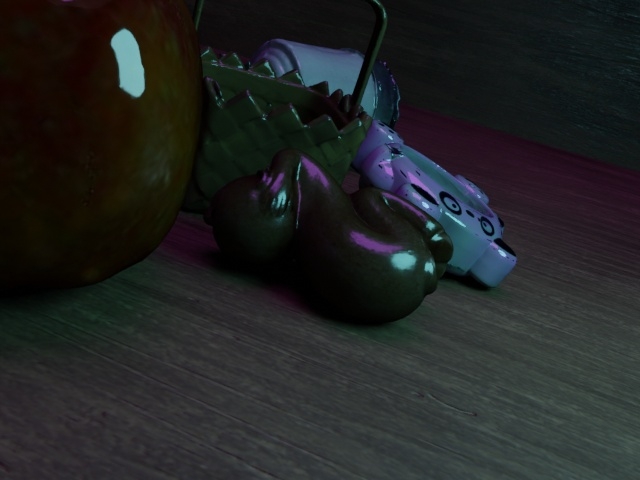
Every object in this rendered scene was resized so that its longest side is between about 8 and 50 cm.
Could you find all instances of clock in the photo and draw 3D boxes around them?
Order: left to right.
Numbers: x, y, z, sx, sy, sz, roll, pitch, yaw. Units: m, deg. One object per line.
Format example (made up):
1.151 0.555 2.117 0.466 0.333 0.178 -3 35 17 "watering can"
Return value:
0.149 -0.048 0.902 0.227 0.090 0.248 29 20 -21 "clock"

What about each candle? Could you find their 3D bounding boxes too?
-0.025 -0.273 1.299 0.342 0.222 0.221 -1 24 -37 "candle"

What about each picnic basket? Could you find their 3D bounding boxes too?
-0.066 -0.200 0.912 0.254 0.321 0.291 12 20 -19 "picnic basket"

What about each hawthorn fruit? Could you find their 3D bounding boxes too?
-0.239 -0.115 0.546 0.308 0.325 0.308 11 -8 1 "hawthorn fruit"

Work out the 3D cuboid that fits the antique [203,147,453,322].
0.000 0.000 0.695 0.256 0.121 0.143 26 29 11 "antique"
